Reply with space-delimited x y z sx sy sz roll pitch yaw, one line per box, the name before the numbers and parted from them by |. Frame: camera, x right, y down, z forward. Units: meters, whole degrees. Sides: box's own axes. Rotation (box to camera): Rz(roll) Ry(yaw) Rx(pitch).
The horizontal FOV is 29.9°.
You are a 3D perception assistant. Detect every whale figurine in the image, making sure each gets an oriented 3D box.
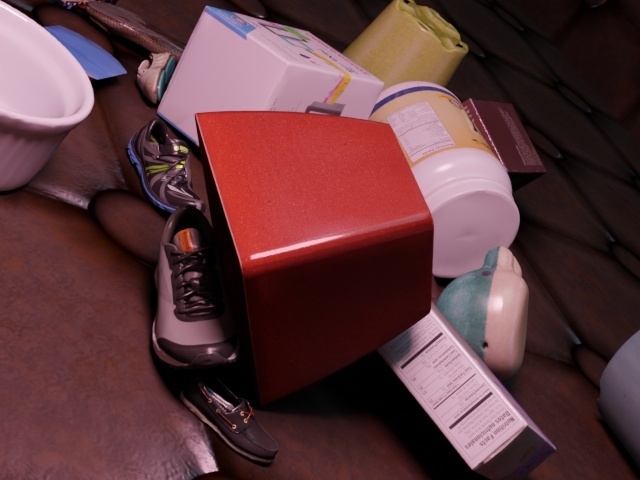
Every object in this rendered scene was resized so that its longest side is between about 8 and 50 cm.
whale figurine | 0.255 0.109 1.881 0.141 0.216 0.272 4 22 13

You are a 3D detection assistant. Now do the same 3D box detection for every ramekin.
ramekin | -0.432 -0.186 1.473 0.277 0.135 0.277 30 25 -16

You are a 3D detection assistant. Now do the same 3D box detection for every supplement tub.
supplement tub | 0.197 -0.107 2.093 0.228 0.228 0.316 20 30 -35

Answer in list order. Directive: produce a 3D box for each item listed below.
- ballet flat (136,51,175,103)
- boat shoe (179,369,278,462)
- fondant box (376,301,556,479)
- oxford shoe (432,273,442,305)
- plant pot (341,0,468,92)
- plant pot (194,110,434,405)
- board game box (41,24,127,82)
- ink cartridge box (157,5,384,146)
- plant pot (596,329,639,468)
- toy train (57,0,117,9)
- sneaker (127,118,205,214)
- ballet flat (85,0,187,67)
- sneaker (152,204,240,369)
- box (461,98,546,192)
ballet flat | -0.274 -0.264 1.948 0.052 0.057 0.168 7 24 -1
boat shoe | -0.099 0.203 1.371 0.133 0.042 0.049 41 22 2
fondant box | 0.164 0.172 1.627 0.330 0.096 0.238 52 5 26
oxford shoe | 0.141 0.025 1.900 0.271 0.098 0.097 53 21 -6
plant pot | 0.153 -0.343 2.413 0.276 0.254 0.276 30 25 -16
plant pot | 0.000 0.000 1.458 0.236 0.267 0.267 -12 48 -8
board game box | -0.378 -0.277 1.835 0.133 0.033 0.169 35 18 4
ink cartridge box | -0.076 -0.229 1.932 0.198 0.197 0.270 38 21 29
plant pot | 0.636 0.305 1.903 0.341 0.341 0.334 18 23 -38
toy train | -0.397 -0.410 2.034 0.027 0.036 0.158 41 23 16
sneaker | -0.215 -0.103 1.697 0.067 0.078 0.188 11 37 -46
ballet flat | -0.289 -0.335 2.043 0.250 0.058 0.084 24 24 -20
sneaker | -0.157 0.057 1.431 0.100 0.108 0.271 -6 34 -10
box | 0.312 -0.168 2.384 0.203 0.168 0.167 -4 66 -58
